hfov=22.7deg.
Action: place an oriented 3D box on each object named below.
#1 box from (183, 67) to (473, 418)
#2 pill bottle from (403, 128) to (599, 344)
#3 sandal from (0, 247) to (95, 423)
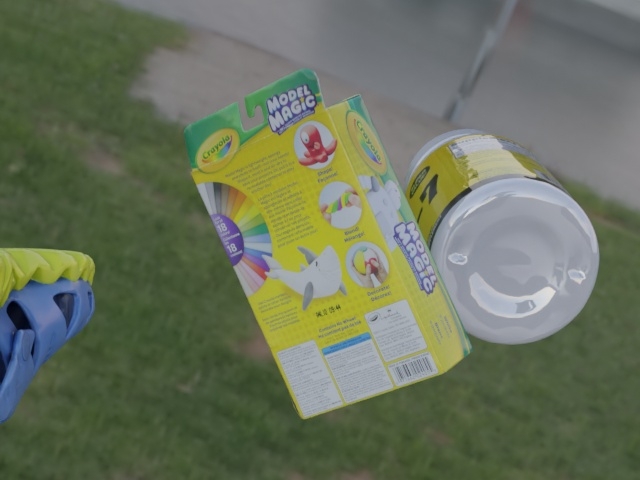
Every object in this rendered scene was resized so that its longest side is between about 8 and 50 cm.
[{"bbox_3d":[0.000,0.000,0.879,0.043,0.105,0.179,-31,97,-55],"label":"box"},{"bbox_3d":[0.124,-0.012,1.175,0.119,0.119,0.208,18,14,-10],"label":"pill bottle"},{"bbox_3d":[-0.249,0.071,1.171,0.126,0.138,0.317,-2,1,11],"label":"sandal"}]
